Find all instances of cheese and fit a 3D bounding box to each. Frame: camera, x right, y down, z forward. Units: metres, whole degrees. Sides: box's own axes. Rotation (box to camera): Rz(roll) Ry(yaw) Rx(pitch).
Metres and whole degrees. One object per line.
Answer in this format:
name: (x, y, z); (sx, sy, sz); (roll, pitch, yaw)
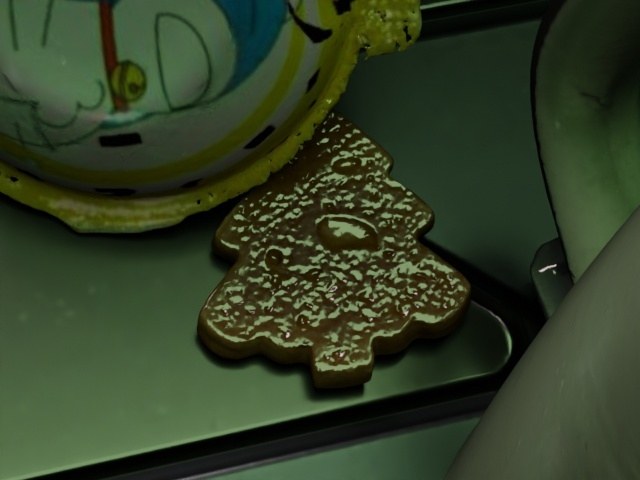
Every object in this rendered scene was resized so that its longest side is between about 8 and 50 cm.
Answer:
cheese: (-0.097, -0.073, 0.524); (0.250, 0.064, 0.156); (-2, 110, 7)

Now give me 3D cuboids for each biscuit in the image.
biscuit: (0.000, 0.000, 0.550); (0.082, 0.016, 0.092); (-9, 68, -5)

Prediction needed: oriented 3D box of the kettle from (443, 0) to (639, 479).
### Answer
kettle: (0.110, 0.034, 0.422); (0.165, 0.255, 0.240); (-19, 71, -12)
